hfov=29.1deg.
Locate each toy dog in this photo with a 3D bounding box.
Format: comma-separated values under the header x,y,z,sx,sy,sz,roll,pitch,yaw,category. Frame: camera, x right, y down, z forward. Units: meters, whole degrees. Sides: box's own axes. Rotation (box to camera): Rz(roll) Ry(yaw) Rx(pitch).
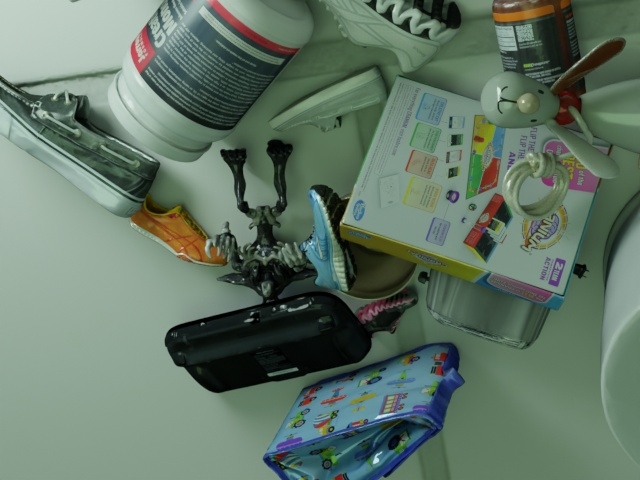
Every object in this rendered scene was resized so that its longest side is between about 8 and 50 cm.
x,y,z,sx,sy,sz,roll,pitch,yaw,category
0.387,-0.153,1.560,0.333,0.161,0.220,-18,105,-14,toy dog

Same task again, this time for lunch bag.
x,y,z,sx,sy,sz,roll,pitch,yaw,category
0.088,0.260,1.853,0.293,0.221,0.138,-33,100,25,lunch bag

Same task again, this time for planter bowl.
x,y,z,sx,sy,sz,roll,pitch,yaw,category
0.077,-0.007,1.811,0.162,0.109,0.162,6,113,14,planter bowl

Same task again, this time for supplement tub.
x,y,z,sx,sy,sz,roll,pitch,yaw,category
-0.156,-0.261,1.729,0.191,0.191,0.272,42,116,-3,supplement tub
0.289,-0.275,1.644,0.106,0.106,0.198,-7,109,19,supplement tub

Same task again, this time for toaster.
x,y,z,sx,sy,sz,roll,pitch,yaw,category
0.258,0.059,1.778,0.227,0.129,0.146,18,119,7,toaster

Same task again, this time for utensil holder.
x,y,z,sx,sy,sz,roll,pitch,yaw,category
0.520,0.104,1.576,0.327,0.385,0.327,6,112,14,utensil holder

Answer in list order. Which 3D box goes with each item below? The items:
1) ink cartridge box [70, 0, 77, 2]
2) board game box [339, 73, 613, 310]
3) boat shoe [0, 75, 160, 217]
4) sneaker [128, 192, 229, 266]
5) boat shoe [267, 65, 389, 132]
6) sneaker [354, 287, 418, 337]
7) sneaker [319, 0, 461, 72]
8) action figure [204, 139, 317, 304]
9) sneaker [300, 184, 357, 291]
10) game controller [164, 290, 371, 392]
x,y,z,sx,sy,sz,roll,pitch,yaw,category
-0.226,-0.463,1.659,0.289,0.211,0.121,-31,99,23,ink cartridge box
0.214,-0.068,1.693,0.316,0.064,0.242,19,73,8,board game box
-0.391,-0.174,1.889,0.335,0.121,0.119,35,98,-2,boat shoe
-0.216,-0.014,1.920,0.175,0.064,0.067,29,106,0,sneaker
0.013,-0.191,1.786,0.184,0.066,0.063,-24,102,13,boat shoe
0.107,0.115,1.891,0.119,0.047,0.057,-27,108,32,sneaker
0.045,-0.332,1.685,0.292,0.110,0.118,31,131,-8,sneaker
-0.090,-0.004,1.845,0.164,0.141,0.276,-3,108,9,action figure
0.000,0.000,1.741,0.073,0.063,0.162,-4,110,21,sneaker
-0.083,0.163,1.926,0.319,0.067,0.166,-14,143,25,game controller
